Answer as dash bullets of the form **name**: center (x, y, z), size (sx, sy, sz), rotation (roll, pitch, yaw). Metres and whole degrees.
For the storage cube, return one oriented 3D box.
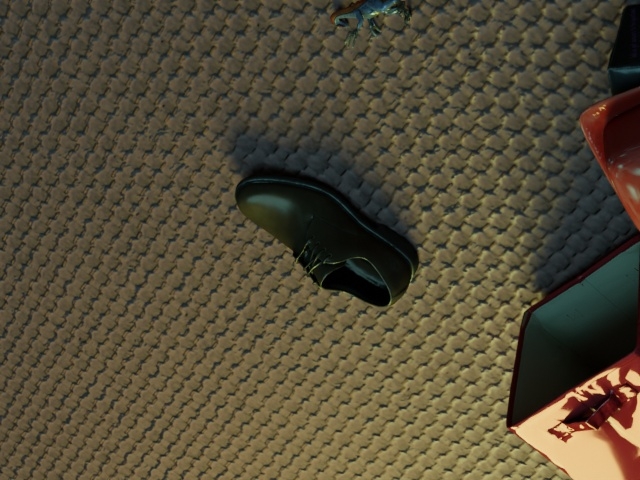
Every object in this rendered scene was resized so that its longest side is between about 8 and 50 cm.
- **storage cube**: center (0.335, 0.151, 1.410), size (0.193, 0.215, 0.184), rotation (38, 128, -17)

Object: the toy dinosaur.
- **toy dinosaur**: center (0.051, -0.237, 1.353), size (0.082, 0.047, 0.090), rotation (13, 95, 22)

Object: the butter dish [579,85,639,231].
- **butter dish**: center (0.316, -0.053, 1.141), size (0.160, 0.118, 0.160), rotation (-20, 116, 33)

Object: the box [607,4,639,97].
- **box**: center (0.415, -0.132, 1.216), size (0.270, 0.143, 0.165), rotation (-4, 122, 23)

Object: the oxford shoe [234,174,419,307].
- **oxford shoe**: center (0.000, 0.000, 1.494), size (0.227, 0.096, 0.082), rotation (28, 131, 1)
